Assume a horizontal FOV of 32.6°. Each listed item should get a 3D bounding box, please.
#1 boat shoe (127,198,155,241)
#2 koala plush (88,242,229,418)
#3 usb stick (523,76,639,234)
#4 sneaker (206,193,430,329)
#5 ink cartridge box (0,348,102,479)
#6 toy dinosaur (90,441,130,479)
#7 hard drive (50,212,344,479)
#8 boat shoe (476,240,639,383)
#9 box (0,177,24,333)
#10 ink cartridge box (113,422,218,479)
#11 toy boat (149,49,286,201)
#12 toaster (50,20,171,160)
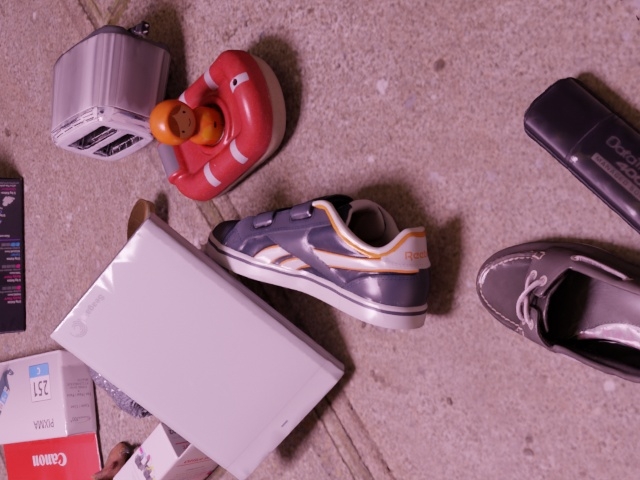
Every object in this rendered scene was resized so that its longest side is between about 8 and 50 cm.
[{"bbox_3d":[-0.257,0.004,1.613,0.050,0.045,0.135,27,113,48],"label":"boat shoe"},{"bbox_3d":[-0.179,0.123,1.460,0.221,0.203,0.196,-29,77,24],"label":"koala plush"},{"bbox_3d":[0.309,-0.060,1.070,0.077,0.045,0.278,-43,59,4],"label":"usb stick"},{"bbox_3d":[0.000,0.000,1.318,0.321,0.126,0.127,18,106,34],"label":"sneaker"},{"bbox_3d":[-0.476,0.325,1.816,0.296,0.066,0.261,-15,79,43],"label":"ink cartridge box"},{"bbox_3d":[-0.286,0.454,1.607,0.296,0.127,0.200,43,112,28],"label":"toy dinosaur"},{"bbox_3d":[-0.152,0.137,1.362,0.307,0.040,0.203,39,104,-10],"label":"hard drive"},{"bbox_3d":[0.277,0.070,1.073,0.335,0.096,0.112,17,103,42],"label":"boat shoe"},{"bbox_3d":[-0.615,0.026,1.886,0.165,0.143,0.270,0,91,44],"label":"box"},{"bbox_3d":[-0.196,0.300,1.522,0.181,0.104,0.061,-49,60,32],"label":"ink cartridge box"},{"bbox_3d":[-0.157,-0.154,1.441,0.231,0.151,0.151,-37,67,38],"label":"toy boat"},{"bbox_3d":[-0.300,-0.208,1.572,0.227,0.129,0.146,-17,65,47],"label":"toaster"}]
